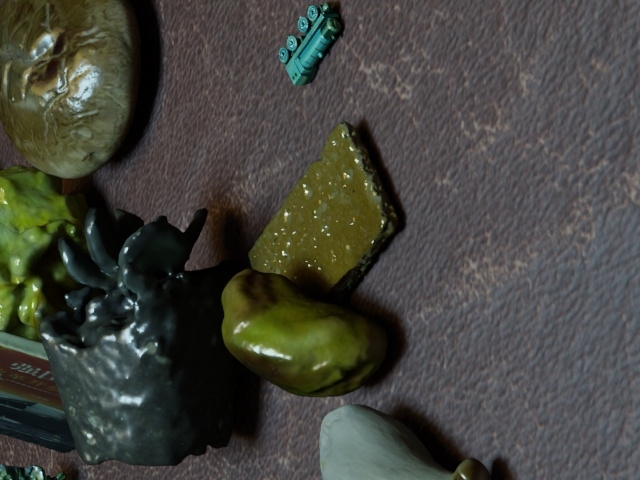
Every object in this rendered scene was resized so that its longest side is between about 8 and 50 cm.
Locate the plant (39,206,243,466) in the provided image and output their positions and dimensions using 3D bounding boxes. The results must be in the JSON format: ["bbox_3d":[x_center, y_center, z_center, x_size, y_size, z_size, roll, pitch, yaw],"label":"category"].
[{"bbox_3d":[-0.190,0.095,1.622,0.188,0.199,0.276,4,102,30],"label":"plant"}]

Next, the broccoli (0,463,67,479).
[{"bbox_3d":[-0.320,0.390,1.920,0.304,0.165,0.146,23,103,40],"label":"broccoli"}]

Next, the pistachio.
[{"bbox_3d":[-0.024,0.097,1.449,0.189,0.100,0.110,19,147,30],"label":"pistachio"}]

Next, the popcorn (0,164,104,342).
[{"bbox_3d":[-0.378,0.047,1.910,0.258,0.224,0.270,-52,37,27],"label":"popcorn"}]

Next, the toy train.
[{"bbox_3d":[-0.010,-0.195,1.507,0.092,0.029,0.045,-50,58,44],"label":"toy train"}]

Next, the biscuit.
[{"bbox_3d":[0.000,0.000,1.499,0.231,0.025,0.131,-52,51,45],"label":"biscuit"}]

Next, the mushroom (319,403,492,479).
[{"bbox_3d":[0.070,0.212,1.346,0.212,0.088,0.097,16,73,50],"label":"mushroom"}]

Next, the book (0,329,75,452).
[{"bbox_3d":[-0.359,0.186,1.853,0.374,0.262,0.028,-28,47,55],"label":"book"}]

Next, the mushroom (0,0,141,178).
[{"bbox_3d":[-0.313,-0.216,1.868,0.278,0.146,0.278,0,90,50],"label":"mushroom"}]
